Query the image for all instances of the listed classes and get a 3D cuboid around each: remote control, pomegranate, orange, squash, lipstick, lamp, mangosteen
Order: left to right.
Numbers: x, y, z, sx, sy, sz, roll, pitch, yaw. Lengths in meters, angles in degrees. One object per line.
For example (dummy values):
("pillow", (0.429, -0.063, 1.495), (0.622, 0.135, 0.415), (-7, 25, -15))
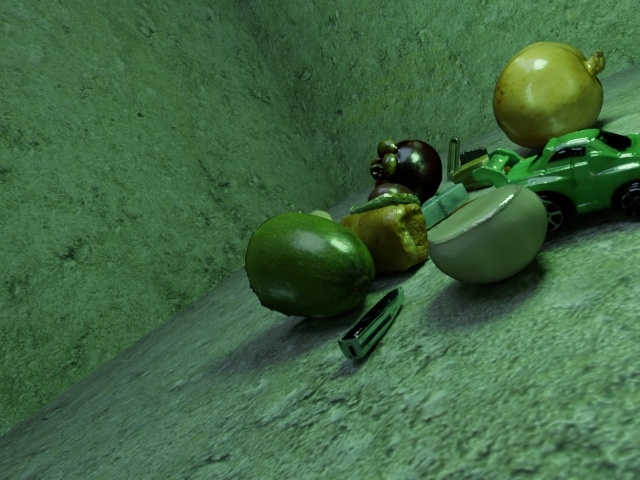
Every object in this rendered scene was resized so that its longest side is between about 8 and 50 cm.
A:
("squash", (-0.008, 0.061, 1.098), (0.310, 0.311, 0.308), (-33, 12, -25))
("lamp", (0.272, -0.130, 1.622), (0.180, 0.180, 0.258), (-24, -9, 29))
("mangosteen", (0.365, -0.300, 1.856), (0.346, 0.307, 0.307), (11, -4, -18))
("remote control", (0.396, -0.103, 1.597), (0.073, 0.044, 0.229), (-42, 5, 45))
("lipstick", (0.387, -0.097, 1.463), (0.289, 0.076, 0.077), (-32, 8, -18))
("lamp", (0.660, -0.384, 1.898), (0.124, 0.203, 0.283), (-9, 6, 2))
("orange", (0.678, -0.251, 1.452), (0.084, 0.085, 0.085), (-28, 9, 5))
("pomegranate", (0.849, -0.545, 1.564), (0.411, 0.412, 0.411), (-28, 9, 5))

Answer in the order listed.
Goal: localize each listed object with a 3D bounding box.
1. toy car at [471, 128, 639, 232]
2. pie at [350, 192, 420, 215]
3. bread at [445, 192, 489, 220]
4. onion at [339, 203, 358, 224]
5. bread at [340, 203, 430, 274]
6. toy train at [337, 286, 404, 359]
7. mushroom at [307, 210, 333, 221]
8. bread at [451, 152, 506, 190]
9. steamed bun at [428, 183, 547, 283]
("toy car", (0.531, -0.140, 0.876), (0.358, 0.177, 0.213), (-13, 18, 46))
("pie", (0.212, -0.108, 1.397), (0.240, 0.054, 0.240), (-5, -8, -1))
("bread", (0.405, -0.051, 1.050), (0.199, 0.104, 0.199), (-29, 9, 5))
("onion", (0.153, -0.051, 1.732), (0.177, 0.153, 0.177), (-33, 19, 13))
("bread", (0.162, 0.004, 1.240), (0.148, 0.196, 0.344), (-11, -2, -31))
("toy train", (0.128, 0.165, 0.892), (0.055, 0.048, 0.251), (-28, 1, 40))
("mushroom", (0.000, 0.000, 1.817), (0.202, 0.247, 0.246), (12, 2, -11))
("bread", (0.614, -0.263, 1.619), (0.138, 0.102, 0.196), (-30, 5, -25))
("steamed bun", (0.336, 0.001, 0.828), (0.231, 0.145, 0.232), (-37, 2, 2))
